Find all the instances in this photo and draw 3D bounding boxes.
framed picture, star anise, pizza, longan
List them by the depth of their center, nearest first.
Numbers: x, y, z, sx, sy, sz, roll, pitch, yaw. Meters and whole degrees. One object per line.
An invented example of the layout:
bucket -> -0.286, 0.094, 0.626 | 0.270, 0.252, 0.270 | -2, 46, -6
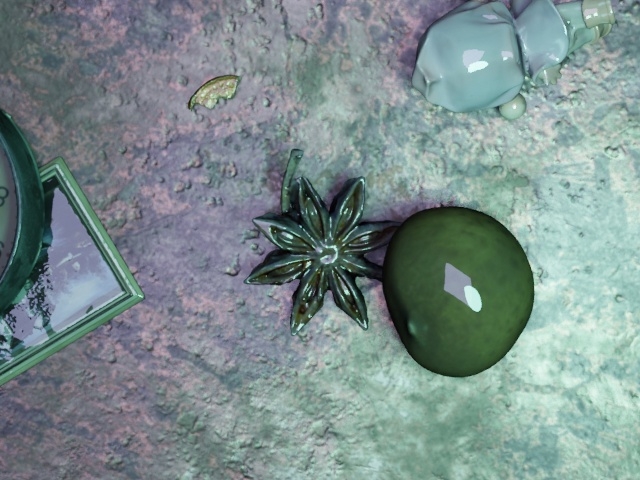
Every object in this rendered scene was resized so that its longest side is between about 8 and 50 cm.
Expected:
longan -> 0.176, 0.063, 1.596 | 0.196, 0.196, 0.220 | -17, 86, 3
star anise -> 0.001, 0.000, 1.654 | 0.230, 0.081, 0.262 | -20, 102, 4
pizza -> -0.143, -0.200, 1.686 | 0.083, 0.016, 0.037 | -30, 90, 0
framed picture -> -0.423, 0.056, 1.709 | 0.296, 0.019, 0.232 | -32, 91, 4

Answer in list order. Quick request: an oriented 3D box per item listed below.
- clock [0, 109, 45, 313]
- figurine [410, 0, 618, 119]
clock -> -0.565, -0.040, 1.670 | 0.386, 0.076, 0.386 | 0, 88, 5
figurine -> 0.246, -0.251, 1.605 | 0.276, 0.133, 0.200 | -18, 108, 5
